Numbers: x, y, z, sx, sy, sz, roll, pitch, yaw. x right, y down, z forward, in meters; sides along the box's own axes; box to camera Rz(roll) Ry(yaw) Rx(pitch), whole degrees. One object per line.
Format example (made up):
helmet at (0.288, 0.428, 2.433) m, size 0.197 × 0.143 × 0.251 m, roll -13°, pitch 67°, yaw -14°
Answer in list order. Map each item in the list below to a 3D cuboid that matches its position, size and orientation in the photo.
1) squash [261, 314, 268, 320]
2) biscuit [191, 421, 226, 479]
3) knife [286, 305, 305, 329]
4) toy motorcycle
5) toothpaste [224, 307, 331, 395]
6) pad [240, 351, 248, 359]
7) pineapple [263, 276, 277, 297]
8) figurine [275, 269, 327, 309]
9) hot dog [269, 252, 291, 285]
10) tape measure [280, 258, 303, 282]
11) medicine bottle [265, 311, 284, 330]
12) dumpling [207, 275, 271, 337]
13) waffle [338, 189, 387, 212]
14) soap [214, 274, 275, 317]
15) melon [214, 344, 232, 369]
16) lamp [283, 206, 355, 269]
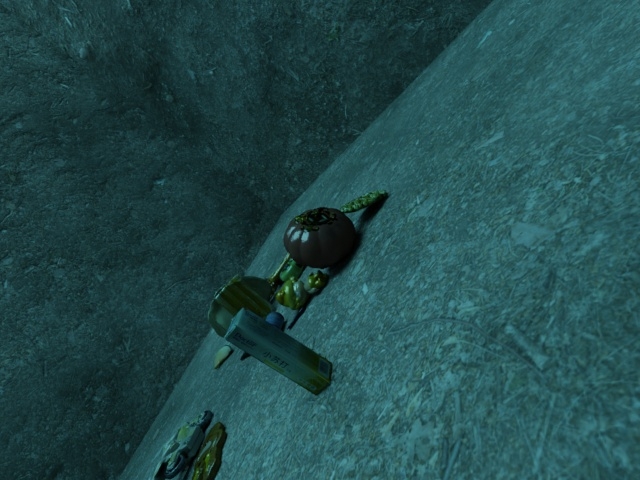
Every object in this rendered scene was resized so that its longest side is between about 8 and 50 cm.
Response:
squash at (-0.303, 0.434, 1.875) m, size 0.188 × 0.095 × 0.095 m, roll -39°, pitch 16°, yaw 15°
biscuit at (-0.421, 0.803, 1.507) m, size 0.186 × 0.044 × 0.295 m, roll -50°, pitch 14°, yaw 6°
knife at (-0.102, 0.327, 1.689) m, size 0.121 × 0.018 × 0.031 m, roll -55°, pitch 11°, yaw -1°
toy motorcycle at (-0.606, 0.894, 1.748) m, size 0.222 × 0.108 × 0.341 m, roll -32°, pitch 13°, yaw 19°
toothpaste at (-0.109, 0.304, 1.106) m, size 0.071 × 0.312 × 0.089 m, roll -47°, pitch 15°, yaw 26°
pad at (-0.317, 0.492, 1.999) m, size 0.233 × 0.022 × 0.174 m, roll -40°, pitch 18°, yaw 46°
pineapple at (-0.351, 0.283, 2.406) m, size 0.162 × 0.136 × 0.176 m, roll -55°, pitch 12°, yaw -8°
figurine at (-0.082, 0.210, 1.714) m, size 0.246 × 0.131 × 0.157 m, roll -30°, pitch 55°, yaw 28°
hot dog at (-0.207, 0.170, 2.341) m, size 0.249 × 0.076 × 0.102 m, roll -53°, pitch -23°, yaw -3°
tape measure at (-0.151, 0.156, 2.151) m, size 0.178 × 0.087 × 0.154 m, roll -54°, pitch 13°, yaw 5°
medicine bottle at (-0.215, 0.402, 1.741) m, size 0.083 × 0.083 × 0.203 m, roll -46°, pitch 16°, yaw 29°
dumpling at (-0.441, 0.345, 2.196) m, size 0.395 × 0.316 × 0.233 m, roll -40°, pitch 44°, yaw -11°
waffle at (0.183, -0.167, 1.764) m, size 0.214 × 0.054 × 0.208 m, roll -26°, pitch 3°, yaw -7°
soap at (-0.391, 0.328, 2.078) m, size 0.173 × 0.274 × 0.089 m, roll -49°, pitch 8°, yaw -20°
melon at (-0.565, 0.664, 2.360) m, size 0.182 × 0.054 × 0.098 m, roll -49°, pitch 19°, yaw 21°
lamp at (0.000, 0.000, 1.696) m, size 0.305 × 0.240 × 0.305 m, roll -9°, pitch 36°, yaw 7°
